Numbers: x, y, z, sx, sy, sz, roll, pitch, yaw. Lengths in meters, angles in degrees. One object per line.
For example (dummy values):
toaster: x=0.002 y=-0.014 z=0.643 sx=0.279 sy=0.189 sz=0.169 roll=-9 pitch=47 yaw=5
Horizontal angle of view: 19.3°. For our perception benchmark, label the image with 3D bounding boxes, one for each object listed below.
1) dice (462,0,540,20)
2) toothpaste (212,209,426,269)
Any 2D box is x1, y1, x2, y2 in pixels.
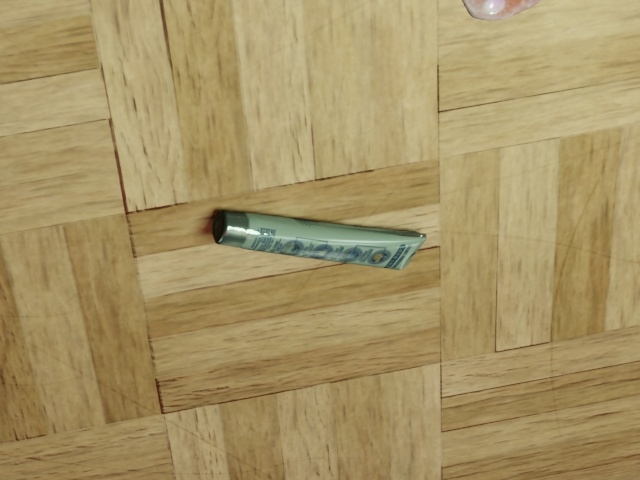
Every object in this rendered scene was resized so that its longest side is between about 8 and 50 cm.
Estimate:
dice: x=0.162 y=-0.267 z=1.749 sx=0.094 sy=0.093 sz=0.091 roll=-23 pitch=136 yaw=8
toothpaste: x=0.000 y=0.000 z=2.018 sx=0.239 sy=0.039 sz=0.062 roll=8 pitch=136 yaw=-25
